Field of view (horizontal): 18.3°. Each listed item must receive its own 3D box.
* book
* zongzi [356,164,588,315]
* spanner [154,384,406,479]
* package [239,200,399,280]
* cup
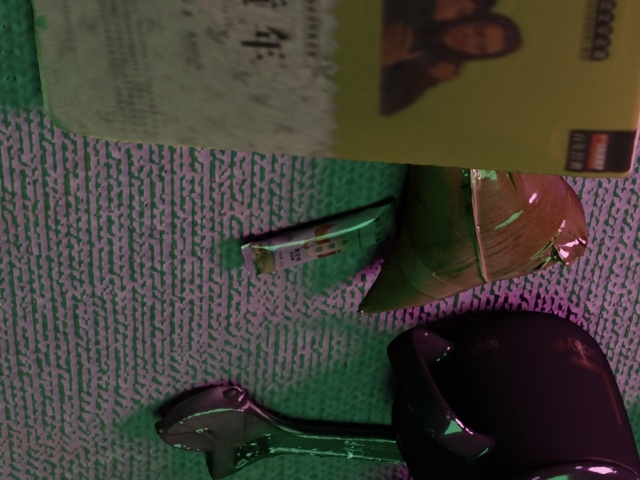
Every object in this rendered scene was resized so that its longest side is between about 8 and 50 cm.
[{"bbox_3d":[0.007,-0.133,1.088,0.352,0.035,0.239,5,139,5],"label":"book"},{"bbox_3d":[0.061,-0.028,1.294,0.178,0.081,0.189,-23,136,20],"label":"zongzi"},{"bbox_3d":[0.020,0.153,1.521,0.325,0.026,0.093,7,134,-29],"label":"spanner"},{"bbox_3d":[0.000,0.000,1.342,0.110,0.015,0.037,-15,135,-6],"label":"package"},{"bbox_3d":[0.130,0.146,1.431,0.169,0.176,0.223,-38,134,22],"label":"cup"}]
